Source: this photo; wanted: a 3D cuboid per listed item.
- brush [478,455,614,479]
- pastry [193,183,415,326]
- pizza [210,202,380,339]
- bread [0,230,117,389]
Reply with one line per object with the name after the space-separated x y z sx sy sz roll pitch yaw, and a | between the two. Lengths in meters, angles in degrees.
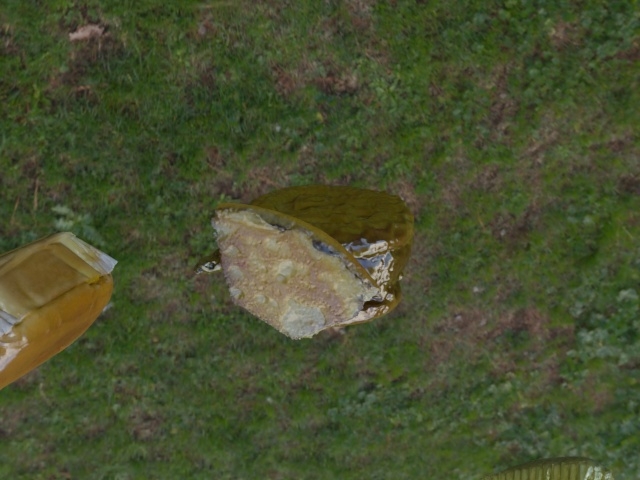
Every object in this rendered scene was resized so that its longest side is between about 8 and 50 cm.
0.226 0.195 0.538 0.068 0.060 0.297 38 142 -18 | brush
0.000 0.000 0.873 0.235 0.240 0.132 22 113 26 | pastry
-0.028 0.027 0.602 0.160 0.036 0.099 29 116 7 | pizza
-0.329 0.083 0.752 0.107 0.241 0.136 42 110 1 | bread
